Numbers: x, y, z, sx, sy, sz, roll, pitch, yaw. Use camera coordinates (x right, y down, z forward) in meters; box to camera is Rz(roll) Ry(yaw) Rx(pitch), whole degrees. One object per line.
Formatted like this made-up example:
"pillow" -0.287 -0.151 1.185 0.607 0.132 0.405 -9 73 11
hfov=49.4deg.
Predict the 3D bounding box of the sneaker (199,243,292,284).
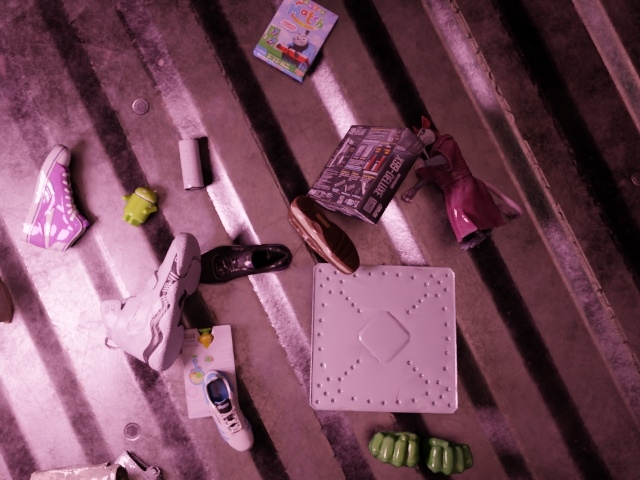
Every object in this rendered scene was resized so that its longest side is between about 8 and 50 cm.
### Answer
"sneaker" -0.217 0.052 1.873 0.283 0.124 0.107 -11 86 -3

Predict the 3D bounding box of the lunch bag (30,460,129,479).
"lunch bag" -0.604 0.710 1.777 0.235 0.169 0.287 -6 89 5

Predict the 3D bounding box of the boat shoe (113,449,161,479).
"boat shoe" -0.462 0.628 1.855 0.184 0.066 0.063 33 86 10

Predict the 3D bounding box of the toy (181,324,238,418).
"toy" -0.297 0.351 1.881 0.136 0.056 0.238 -6 92 -2

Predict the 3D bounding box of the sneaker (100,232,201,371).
"sneaker" -0.449 0.143 1.820 0.210 0.137 0.366 14 91 14

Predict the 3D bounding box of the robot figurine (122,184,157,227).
"robot figurine" -0.492 -0.095 1.899 0.101 0.067 0.115 29 85 30

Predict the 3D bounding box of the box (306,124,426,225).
"box" 0.110 -0.181 1.817 0.076 0.307 0.243 35 84 -26

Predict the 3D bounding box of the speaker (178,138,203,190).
"speaker" -0.357 -0.210 1.921 0.055 0.055 0.136 -8 86 -3

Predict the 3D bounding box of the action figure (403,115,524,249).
"action figure" 0.366 -0.172 1.857 0.275 0.248 0.370 -25 90 -5

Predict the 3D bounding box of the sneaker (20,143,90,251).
"sneaker" -0.687 -0.108 1.883 0.160 0.102 0.282 18 96 -5

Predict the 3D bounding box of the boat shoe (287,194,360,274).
"boat shoe" 0.005 -0.003 1.904 0.095 0.095 0.257 -27 74 -41

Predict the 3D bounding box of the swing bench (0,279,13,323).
"swing bench" -0.922 0.208 1.764 0.165 0.253 0.255 39 86 0

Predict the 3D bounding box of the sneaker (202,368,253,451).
"sneaker" -0.245 0.450 1.817 0.085 0.086 0.237 -25 94 -4

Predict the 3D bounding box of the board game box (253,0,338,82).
"board game box" -0.069 -0.581 1.970 0.160 0.039 0.212 29 84 0

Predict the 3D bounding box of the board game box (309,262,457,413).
"board game box" 0.170 0.263 1.882 0.389 0.050 0.391 2 76 -3

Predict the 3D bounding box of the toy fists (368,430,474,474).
"toy fists" 0.267 0.561 1.850 0.278 0.142 0.096 11 85 -2
